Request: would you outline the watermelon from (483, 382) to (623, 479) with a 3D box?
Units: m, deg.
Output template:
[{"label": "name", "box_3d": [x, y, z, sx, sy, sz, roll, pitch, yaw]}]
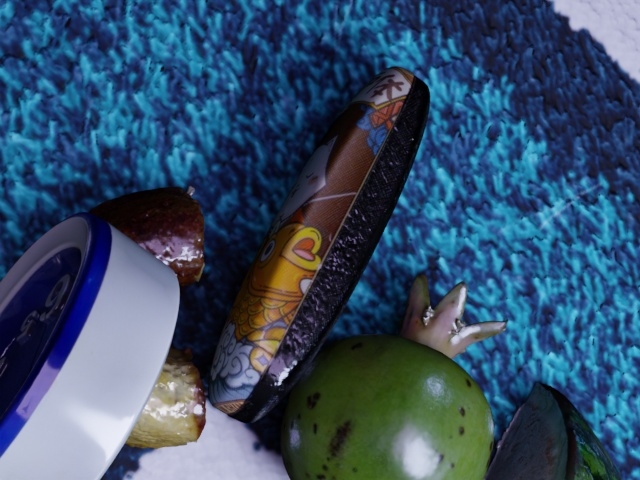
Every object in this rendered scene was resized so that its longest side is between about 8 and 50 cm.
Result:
[{"label": "watermelon", "box_3d": [0.190, 0.281, 1.157, 0.305, 0.180, 0.224, -61, 151, -14]}]

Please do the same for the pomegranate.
[{"label": "pomegranate", "box_3d": [0.068, 0.136, 1.102, 0.181, 0.181, 0.224, 39, 58, -15]}]

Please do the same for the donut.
[{"label": "donut", "box_3d": [-0.152, 0.068, 1.060, 0.141, 0.085, 0.217, -5, 93, -20]}]

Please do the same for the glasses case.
[{"label": "glasses case", "box_3d": [0.000, 0.000, 1.082, 0.082, 0.122, 0.321, 29, 74, -6]}]

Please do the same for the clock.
[{"label": "clock", "box_3d": [-0.188, 0.095, 0.876, 0.083, 0.230, 0.230, 35, 78, -24]}]
